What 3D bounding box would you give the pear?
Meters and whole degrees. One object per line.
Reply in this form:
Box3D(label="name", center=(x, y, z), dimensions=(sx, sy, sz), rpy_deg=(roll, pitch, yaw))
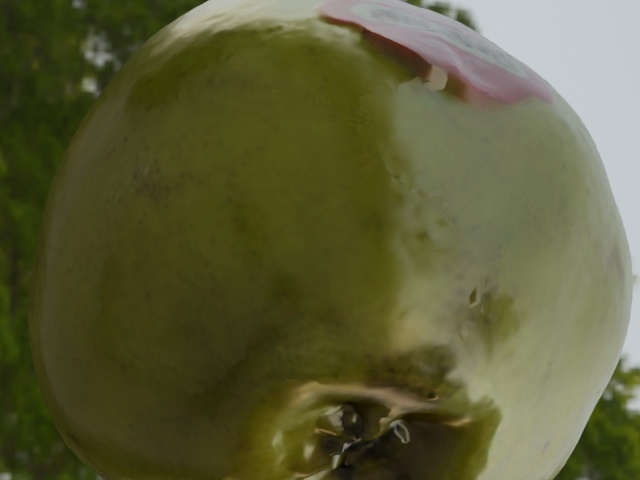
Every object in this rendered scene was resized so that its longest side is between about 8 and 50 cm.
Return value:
Box3D(label="pear", center=(0.000, 0.000, 0.920), dimensions=(0.375, 0.287, 0.287), rpy_deg=(-113, -144, -61))
